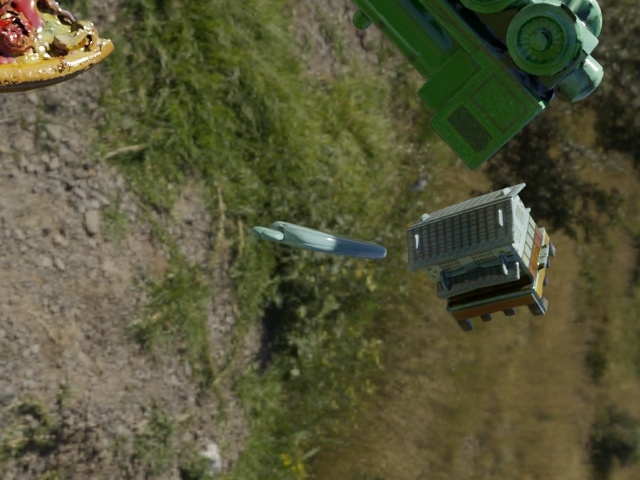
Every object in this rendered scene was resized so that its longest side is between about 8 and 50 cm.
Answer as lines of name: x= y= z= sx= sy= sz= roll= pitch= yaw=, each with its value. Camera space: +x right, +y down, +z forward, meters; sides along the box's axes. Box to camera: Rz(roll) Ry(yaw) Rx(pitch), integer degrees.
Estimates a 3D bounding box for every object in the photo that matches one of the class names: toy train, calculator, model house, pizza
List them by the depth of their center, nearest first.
toy train: x=0.062 y=-0.166 z=0.533 sx=0.251 sy=0.119 sz=0.085 roll=47 pitch=37 yaw=2
calculator: x=0.000 y=0.000 z=0.905 sx=0.153 sy=0.095 sz=0.021 roll=12 pitch=93 yaw=-31
pizza: x=-0.355 y=-0.245 z=0.953 sx=0.201 sy=0.053 sz=0.193 roll=-30 pitch=72 yaw=-36
model house: x=0.309 y=0.025 z=1.635 sx=0.215 sy=0.224 sz=0.198 roll=54 pitch=39 yaw=-26
